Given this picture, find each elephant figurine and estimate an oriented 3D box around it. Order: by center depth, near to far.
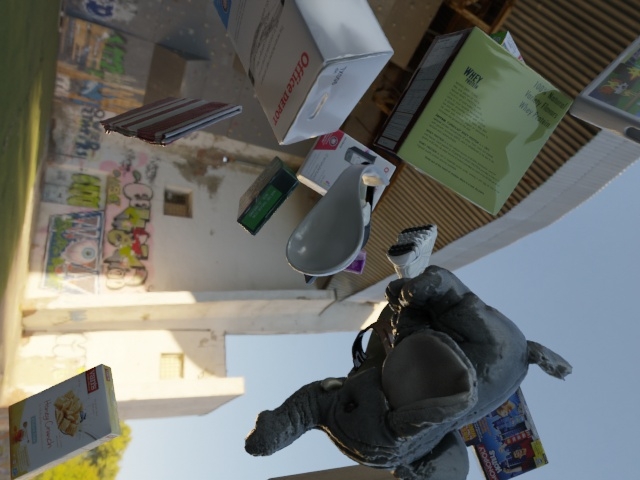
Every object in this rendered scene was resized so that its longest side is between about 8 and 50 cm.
[{"bbox_3d":[0.084,0.155,0.438,0.169,0.239,0.186,50,-38,-8],"label":"elephant figurine"}]

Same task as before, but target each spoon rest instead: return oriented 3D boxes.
[{"bbox_3d":[0.037,-0.047,0.799,0.137,0.084,0.276,7,-132,32],"label":"spoon rest"}]

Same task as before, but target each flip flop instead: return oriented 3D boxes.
[{"bbox_3d":[0.091,0.194,0.775,0.112,0.277,0.080,-3,-56,44],"label":"flip flop"}]

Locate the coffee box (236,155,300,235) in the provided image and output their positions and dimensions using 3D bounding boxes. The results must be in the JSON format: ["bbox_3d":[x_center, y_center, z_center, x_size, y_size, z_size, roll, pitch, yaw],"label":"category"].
[{"bbox_3d":[-0.091,-0.081,0.765,0.113,0.040,0.184,-48,-164,8],"label":"coffee box"}]

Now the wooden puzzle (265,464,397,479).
[{"bbox_3d":[0.051,0.489,0.760,0.348,0.321,0.081,144,-60,-83],"label":"wooden puzzle"}]

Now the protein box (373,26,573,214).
[{"bbox_3d":[0.231,-0.185,0.726,0.201,0.199,0.136,-59,-162,12],"label":"protein box"}]

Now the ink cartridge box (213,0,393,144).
[{"bbox_3d":[-0.057,-0.444,0.941,0.395,0.166,0.285,65,-26,9],"label":"ink cartridge box"}]

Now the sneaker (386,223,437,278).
[{"bbox_3d":[0.284,0.034,1.370,0.110,0.292,0.118,-9,-72,35],"label":"sneaker"}]

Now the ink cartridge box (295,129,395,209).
[{"bbox_3d":[0.093,-0.257,1.715,0.226,0.306,0.131,-61,-170,-5],"label":"ink cartridge box"}]

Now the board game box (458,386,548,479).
[{"bbox_3d":[0.377,0.430,1.026,0.060,0.194,0.194,100,-29,-83],"label":"board game box"}]

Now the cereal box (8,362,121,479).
[{"bbox_3d":[-0.589,0.413,1.049,0.173,0.240,0.047,63,-3,31],"label":"cereal box"}]

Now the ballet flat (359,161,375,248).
[{"bbox_3d":[0.100,-0.104,1.239,0.096,0.095,0.281,95,5,-57],"label":"ballet flat"}]

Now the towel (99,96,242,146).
[{"bbox_3d":[-0.388,-0.314,1.178,0.329,0.237,0.037,20,-47,39],"label":"towel"}]

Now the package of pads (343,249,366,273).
[{"bbox_3d":[0.056,0.041,1.004,0.032,0.083,0.050,-63,163,-57],"label":"package of pads"}]

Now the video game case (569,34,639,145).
[{"bbox_3d":[0.567,-0.201,0.630,0.300,0.329,0.036,38,-25,26],"label":"video game case"}]

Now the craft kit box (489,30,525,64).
[{"bbox_3d":[0.454,-0.345,1.166,0.061,0.250,0.247,22,-100,52],"label":"craft kit box"}]

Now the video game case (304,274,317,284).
[{"bbox_3d":[0.000,0.000,1.620,0.274,0.026,0.196,-53,-140,40],"label":"video game case"}]
